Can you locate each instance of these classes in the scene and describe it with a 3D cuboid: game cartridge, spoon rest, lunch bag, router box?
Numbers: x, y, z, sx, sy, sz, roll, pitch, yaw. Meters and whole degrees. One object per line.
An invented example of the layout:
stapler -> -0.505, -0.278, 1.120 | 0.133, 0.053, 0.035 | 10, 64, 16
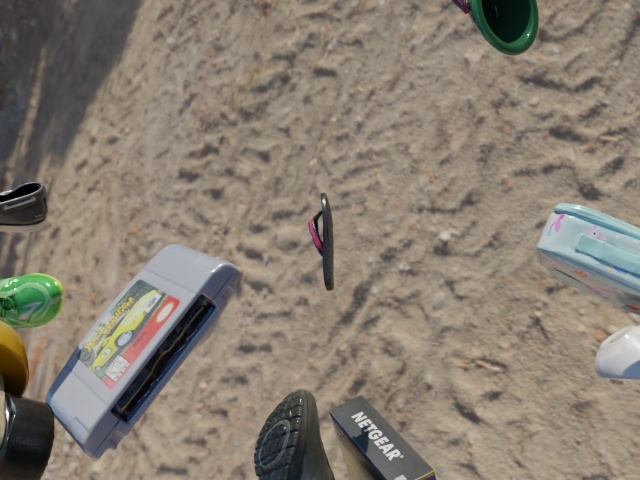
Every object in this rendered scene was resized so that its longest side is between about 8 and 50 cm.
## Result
game cartridge -> -0.245, 0.134, 1.089 | 0.294, 0.060, 0.196 | -53, 28, -15
spoon rest -> 0.563, 0.200, 1.412 | 0.137, 0.276, 0.084 | -35, 83, -3
lunch bag -> 0.482, 0.040, 1.264 | 0.279, 0.224, 0.108 | 24, 86, 21
router box -> 0.134, 0.470, 1.530 | 0.309, 0.080, 0.243 | 34, 143, 64

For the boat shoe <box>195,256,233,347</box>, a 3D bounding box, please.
boat shoe -> -0.272, 0.143, 1.749 | 0.268, 0.096, 0.088 | -57, 42, 37

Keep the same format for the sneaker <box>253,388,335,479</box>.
sneaker -> -0.026, 0.368, 1.212 | 0.109, 0.130, 0.287 | -28, 49, 46

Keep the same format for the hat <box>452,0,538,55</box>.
hat -> 0.308, -0.446, 1.612 | 0.183, 0.172, 0.209 | -11, 75, 57

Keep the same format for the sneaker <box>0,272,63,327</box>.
sneaker -> -0.634, 0.123, 1.543 | 0.123, 0.295, 0.110 | -37, -56, -82

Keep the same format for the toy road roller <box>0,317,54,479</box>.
toy road roller -> -0.432, 0.197, 0.844 | 0.329, 0.202, 0.241 | -49, 40, 21

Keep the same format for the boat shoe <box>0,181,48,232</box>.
boat shoe -> -0.460, -0.052, 1.052 | 0.075, 0.206, 0.065 | 58, 137, 44

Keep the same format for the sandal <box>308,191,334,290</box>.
sandal -> 0.000, 0.000, 1.422 | 0.040, 0.067, 0.179 | -4, 76, 10
